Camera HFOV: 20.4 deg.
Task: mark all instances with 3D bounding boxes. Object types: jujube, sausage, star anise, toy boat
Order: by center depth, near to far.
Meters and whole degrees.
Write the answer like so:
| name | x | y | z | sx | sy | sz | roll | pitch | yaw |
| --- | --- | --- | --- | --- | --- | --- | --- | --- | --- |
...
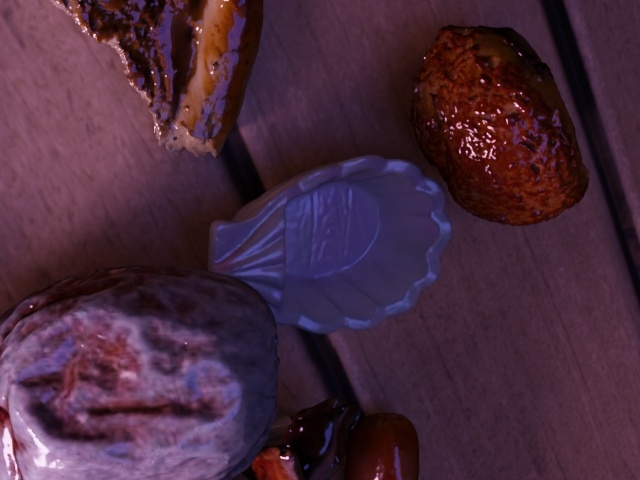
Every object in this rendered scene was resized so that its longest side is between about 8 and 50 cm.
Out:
| name | x | y | z | sx | sy | sz | roll | pitch | yaw |
| --- | --- | --- | --- | --- | --- | --- | --- | --- | --- |
| jujube | -0.196 | 0.147 | 1.766 | 0.308 | 0.215 | 0.246 | 1 | 86 | -3 |
| star anise | -0.057 | 0.272 | 1.907 | 0.088 | 0.288 | 0.288 | 37 | 83 | 9 |
| toy boat | 0.000 | 0.000 | 1.925 | 0.290 | 0.100 | 0.199 | -9 | 109 | -30 |
| sausage | 0.068 | 0.343 | 2.088 | 0.083 | 0.089 | 0.300 | -8 | 110 | -40 |

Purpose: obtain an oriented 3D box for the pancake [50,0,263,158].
| name | x | y | z | sx | sy | sz | roll | pitch | yaw |
| --- | --- | --- | --- | --- | --- | --- | --- | --- | --- |
| pancake | -0.165 | -0.217 | 1.776 | 0.244 | 0.057 | 0.266 | 8 | 102 | -33 |

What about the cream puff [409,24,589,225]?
| name | x | y | z | sx | sy | sz | roll | pitch | yaw |
| --- | --- | --- | --- | --- | --- | --- | --- | --- | --- |
| cream puff | 0.187 | -0.123 | 1.934 | 0.164 | 0.240 | 0.240 | -20 | 118 | 1 |

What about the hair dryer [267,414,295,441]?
| name | x | y | z | sx | sy | sz | roll | pitch | yaw |
| --- | --- | --- | --- | --- | --- | --- | --- | --- | --- |
| hair dryer | -0.083 | 0.201 | 1.981 | 0.183 | 0.044 | 0.155 | -24 | 120 | -28 |
